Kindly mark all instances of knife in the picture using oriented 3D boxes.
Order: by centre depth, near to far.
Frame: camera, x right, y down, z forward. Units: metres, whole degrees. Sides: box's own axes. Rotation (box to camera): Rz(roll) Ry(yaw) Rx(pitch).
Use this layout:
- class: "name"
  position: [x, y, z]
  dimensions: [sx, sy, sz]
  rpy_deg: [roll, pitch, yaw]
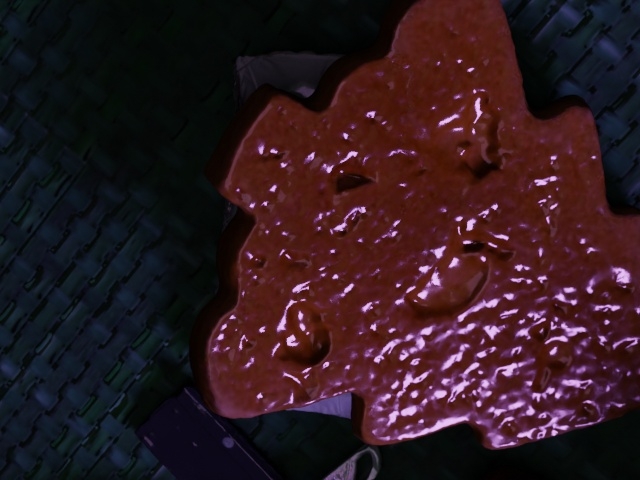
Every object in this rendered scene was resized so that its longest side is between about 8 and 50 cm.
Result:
- class: "knife"
  position: [-0.037, 0.201, 0.886]
  dimensions: [0.207, 0.014, 0.030]
  rpy_deg: [-44, 94, 1]

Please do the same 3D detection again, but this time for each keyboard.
- class: "keyboard"
  position: [-0.036, 0.175, 0.908]
  dimensions: [0.060, 0.018, 0.195]
  rpy_deg: [-40, 95, 24]

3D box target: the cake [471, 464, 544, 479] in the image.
- class: "cake"
  position: [0.175, 0.229, 0.872]
  dimensions: [0.246, 0.135, 0.112]
  rpy_deg: [14, 123, -24]

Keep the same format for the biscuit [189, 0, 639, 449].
- class: "biscuit"
  position: [0.076, 0.016, 0.797]
  dimensions: [0.306, 0.043, 0.284]
  rpy_deg: [32, 97, -17]

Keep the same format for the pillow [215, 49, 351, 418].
- class: "pillow"
  position: [0.000, 0.000, 0.832]
  dimensions: [0.128, 0.051, 0.229]
  rpy_deg: [10, 107, 5]
